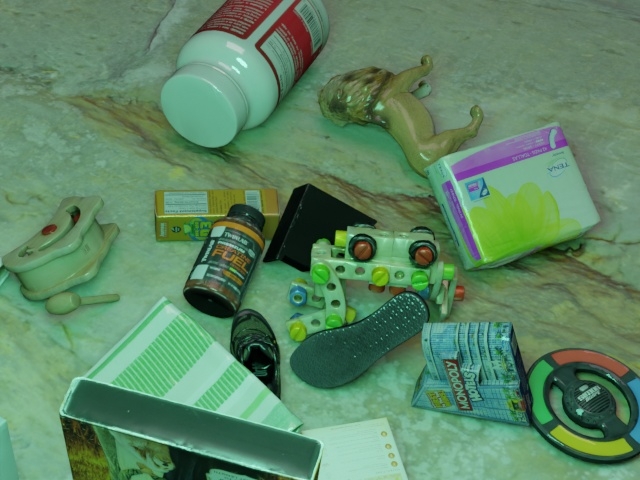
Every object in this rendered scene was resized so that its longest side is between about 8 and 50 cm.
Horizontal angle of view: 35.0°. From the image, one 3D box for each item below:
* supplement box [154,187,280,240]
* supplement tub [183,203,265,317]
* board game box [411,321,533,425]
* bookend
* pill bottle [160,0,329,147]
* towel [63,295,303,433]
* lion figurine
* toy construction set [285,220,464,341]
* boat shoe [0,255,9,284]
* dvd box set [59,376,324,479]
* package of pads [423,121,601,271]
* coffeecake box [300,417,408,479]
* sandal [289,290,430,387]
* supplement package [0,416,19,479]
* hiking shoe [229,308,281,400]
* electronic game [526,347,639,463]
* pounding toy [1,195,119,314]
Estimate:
[{"bbox_3d":[-0.196,-0.048,1.920,0.234,0.078,0.080,0,48,-7],"label":"supplement box"},{"bbox_3d":[-0.163,0.031,1.803,0.106,0.106,0.197,16,60,8],"label":"supplement tub"},{"bbox_3d":[0.232,0.219,1.654,0.194,0.194,0.060,-4,41,23],"label":"board game box"},{"bbox_3d":[0.000,0.000,1.887,0.157,0.072,0.156,27,74,-19],"label":"bookend"},{"bbox_3d":[-0.159,-0.380,2.140,0.229,0.229,0.407,22,47,13],"label":"pill bottle"},{"bbox_3d":[-0.222,0.266,1.573,0.248,0.038,0.325,-46,63,-8],"label":"towel"},{"bbox_3d":[0.190,-0.238,2.116,0.240,0.142,0.392,-31,61,-23],"label":"lion figurine"},{"bbox_3d":[0.106,0.074,1.761,0.328,0.215,0.151,-1,26,-13],"label":"toy construction set"},{"bbox_3d":[-0.591,0.115,1.696,0.096,0.098,0.277,8,45,1],"label":"boat shoe"},{"bbox_3d":[-0.164,0.347,1.306,0.308,0.420,0.062,14,49,5],"label":"dvd box set"},{"bbox_3d":[0.375,-0.081,1.952,0.297,0.101,0.229,-19,84,-23],"label":"package of pads"},{"bbox_3d":[0.056,0.375,1.552,0.142,0.068,0.185,-6,47,-14],"label":"coffeecake box"},{"bbox_3d":[0.070,0.170,1.695,0.255,0.054,0.097,-27,89,13],"label":"sandal"},{"bbox_3d":[-0.598,0.310,1.437,0.263,0.198,0.199,27,48,18],"label":"supplement package"},{"bbox_3d":[-0.099,0.188,1.678,0.086,0.114,0.226,-4,48,-14],"label":"hiking shoe"},{"bbox_3d":[0.455,0.275,1.716,0.229,0.048,0.229,3,46,-4],"label":"electronic game"},{"bbox_3d":[-0.450,0.051,1.798,0.154,0.154,0.269,-13,32,19],"label":"pounding toy"}]
